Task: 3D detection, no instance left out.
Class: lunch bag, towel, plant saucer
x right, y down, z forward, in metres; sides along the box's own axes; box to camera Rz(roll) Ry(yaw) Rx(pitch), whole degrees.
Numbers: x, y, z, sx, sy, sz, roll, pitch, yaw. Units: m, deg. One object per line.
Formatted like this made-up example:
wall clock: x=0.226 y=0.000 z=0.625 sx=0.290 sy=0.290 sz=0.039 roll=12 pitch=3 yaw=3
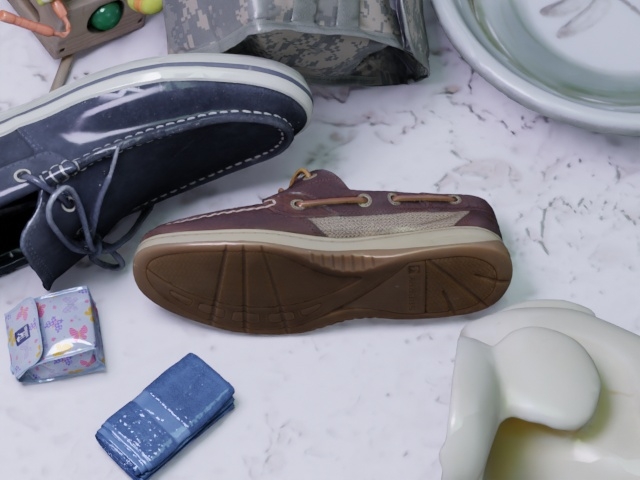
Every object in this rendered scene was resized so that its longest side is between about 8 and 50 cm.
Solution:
lunch bag: x=-0.242 y=0.087 z=1.597 sx=0.083 sy=0.053 sz=0.071 roll=-13 pitch=59 yaw=2
towel: x=-0.137 y=0.157 z=1.571 sx=0.119 sy=0.029 sz=0.067 roll=-40 pitch=68 yaw=-20
lunch bag: x=-0.005 y=-0.274 z=1.679 sx=0.287 sy=0.169 sz=0.235 roll=0 pitch=78 yaw=-41
plant saucer: x=0.300 y=-0.254 z=1.775 sx=0.400 sy=0.100 sz=0.401 roll=0 pitch=60 yaw=0

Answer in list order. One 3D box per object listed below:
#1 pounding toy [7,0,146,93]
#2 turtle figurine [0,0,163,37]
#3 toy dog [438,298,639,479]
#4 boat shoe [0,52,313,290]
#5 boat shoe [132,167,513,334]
pounding toy: x=-0.247 y=-0.234 z=1.768 sx=0.130 sy=0.100 sz=0.141 roll=-26 pitch=65 yaw=-31
turtle figurine: x=-0.198 y=-0.291 z=1.703 sx=0.269 sy=0.087 sz=0.217 roll=-10 pitch=59 yaw=-25
toy dog: x=0.299 y=0.210 z=1.442 sx=0.407 sy=0.285 sz=0.395 roll=8 pitch=24 yaw=5
boat shoe: x=-0.241 y=-0.039 z=1.601 sx=0.500 sy=0.187 sz=0.156 roll=-16 pitch=67 yaw=-4
boat shoe: x=0.000 y=0.000 z=1.623 sx=0.342 sy=0.123 sz=0.123 roll=-3 pitch=46 yaw=-3
